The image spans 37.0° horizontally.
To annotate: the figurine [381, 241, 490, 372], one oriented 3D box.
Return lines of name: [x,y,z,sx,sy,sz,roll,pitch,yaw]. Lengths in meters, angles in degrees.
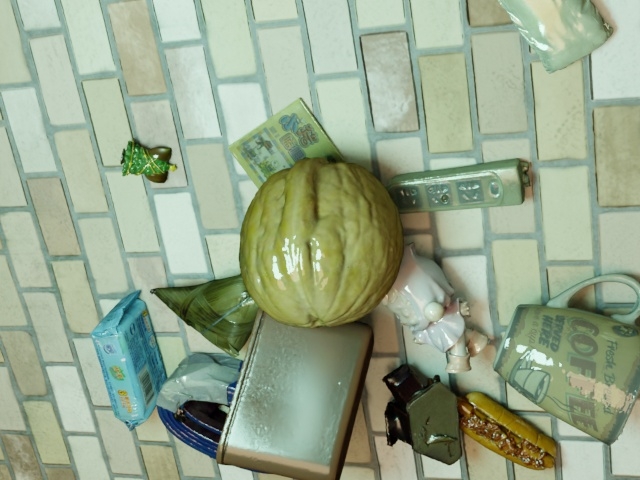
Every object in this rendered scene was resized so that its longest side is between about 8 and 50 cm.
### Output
figurine: [0.216,0.133,1.863,0.133,0.200,0.276,-43,100,-12]

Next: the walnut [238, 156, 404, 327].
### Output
walnut: [0.000,0.000,1.766,0.332,0.333,0.333,7,116,15]

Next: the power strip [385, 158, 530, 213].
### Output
power strip: [0.248,-0.098,1.792,0.285,0.048,0.080,-4,112,21]

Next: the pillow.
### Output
pillow: [0.376,-0.397,1.604,0.128,0.051,0.229,-37,101,19]

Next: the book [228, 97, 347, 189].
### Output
book: [-0.064,-0.164,1.882,0.192,0.013,0.168,-31,101,27]

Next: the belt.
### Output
belt: [-0.185,0.384,2.122,0.346,0.117,0.212,22,120,7]

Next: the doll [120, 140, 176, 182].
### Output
doll: [-0.355,-0.156,1.945,0.113,0.077,0.078,18,110,9]

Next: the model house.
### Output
model house: [0.202,0.350,1.984,0.141,0.164,0.203,-8,111,-17]

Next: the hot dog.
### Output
hot dog: [0.372,0.398,1.969,0.249,0.076,0.102,34,123,-1]

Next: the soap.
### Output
soap: [-0.418,0.271,2.124,0.077,0.156,0.293,-4,112,18]

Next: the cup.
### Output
cup: [0.477,0.189,1.776,0.257,0.227,0.301,23,91,11]

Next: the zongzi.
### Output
zongzi: [-0.230,0.109,1.996,0.242,0.112,0.221,34,137,3]

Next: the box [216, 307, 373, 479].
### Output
box: [-0.039,0.305,1.901,0.229,0.239,0.340,13,77,8]
